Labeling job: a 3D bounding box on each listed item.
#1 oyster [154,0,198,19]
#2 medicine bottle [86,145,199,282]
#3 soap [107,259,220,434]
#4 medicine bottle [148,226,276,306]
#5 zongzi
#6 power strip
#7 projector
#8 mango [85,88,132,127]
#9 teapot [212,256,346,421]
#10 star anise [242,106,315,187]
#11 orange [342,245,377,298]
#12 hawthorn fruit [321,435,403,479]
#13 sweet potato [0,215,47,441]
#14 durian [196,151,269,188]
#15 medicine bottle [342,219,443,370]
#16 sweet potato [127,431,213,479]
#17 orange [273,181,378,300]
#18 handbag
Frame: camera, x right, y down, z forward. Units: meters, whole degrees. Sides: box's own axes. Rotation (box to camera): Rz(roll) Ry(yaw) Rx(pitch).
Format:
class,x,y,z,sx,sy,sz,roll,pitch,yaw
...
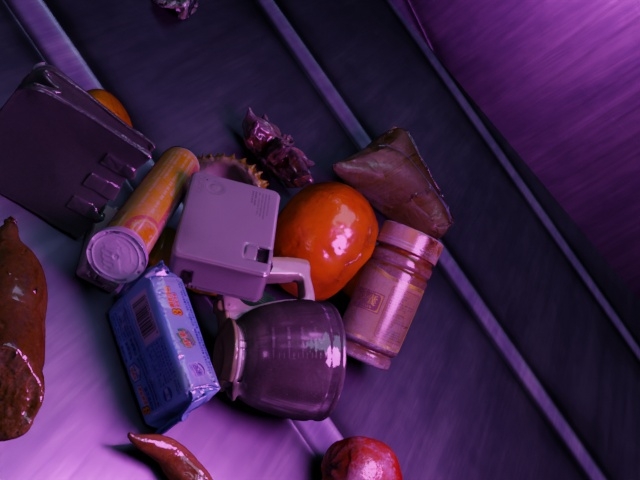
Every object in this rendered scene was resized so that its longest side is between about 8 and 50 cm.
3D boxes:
class,x,y,z,sx,sy,sz,roll,pitch,yaw
oyster,-0.389,-0.673,2.219,0.199,0.087,0.252,54,20,-1
medicine bottle,-0.332,-0.071,1.634,0.108,0.108,0.426,44,25,-16
soap,-0.282,0.187,1.471,0.077,0.156,0.293,-1,62,-50
medicine bottle,-0.219,0.077,1.726,0.309,0.076,0.111,32,43,-30
zongzi,0.206,-0.118,2.363,0.356,0.174,0.393,58,33,-2
power strip,-0.408,0.012,1.584,0.081,0.035,0.192,34,37,-31
projector,-0.186,-0.006,1.633,0.192,0.099,0.256,13,41,-8
mango,-0.452,-0.227,1.693,0.141,0.102,0.217,6,49,-21
teapot,-0.087,0.187,1.627,0.239,0.239,0.321,8,86,-22
star anise,-0.115,-0.220,2.109,0.236,0.109,0.223,48,7,17
orange,0.121,0.090,2.077,0.157,0.156,0.134,23,33,-39
hawthorn fruit,0.085,0.478,1.668,0.173,0.173,0.172,33,38,-30
sweet potato,-0.494,0.123,1.279,0.158,0.158,0.369,29,33,-34
durian,-0.190,-0.064,1.836,0.167,0.172,0.306,-6,72,-27
medicine bottle,0.155,0.129,1.934,0.151,0.151,0.322,27,84,-36
sweet potato,-0.224,0.410,1.429,0.281,0.059,0.067,47,45,-11
orange,0.000,0.000,1.897,0.226,0.284,0.284,36,33,2
handbag,-0.458,-0.151,1.473,0.260,0.247,0.079,34,32,-26
